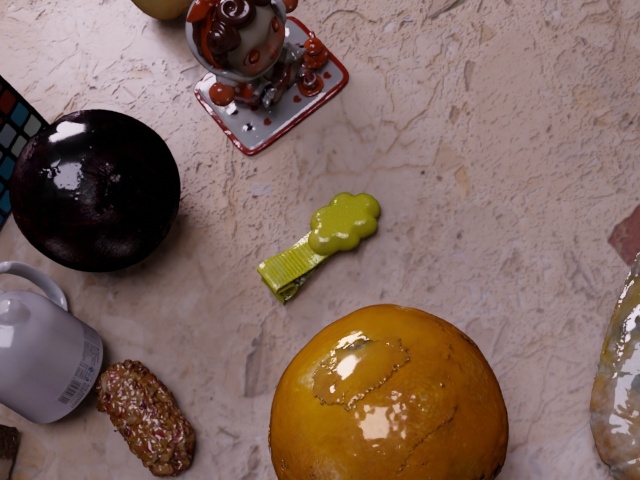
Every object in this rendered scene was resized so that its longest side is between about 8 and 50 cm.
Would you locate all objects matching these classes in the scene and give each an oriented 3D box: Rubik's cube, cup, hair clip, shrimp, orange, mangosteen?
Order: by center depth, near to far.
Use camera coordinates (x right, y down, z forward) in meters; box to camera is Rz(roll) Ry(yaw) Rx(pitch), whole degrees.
[{"bbox_3d":[0.067,0.187,0.951,0.246,0.246,0.246,-6,65,13],"label":"orange"},{"bbox_3d":[0.386,0.119,0.997,0.168,0.077,0.317,17,76,11],"label":"shrimp"},{"bbox_3d":[-0.349,0.111,1.135,0.134,0.142,0.173,2,59,39],"label":"cup"},{"bbox_3d":[0.000,0.000,1.162,0.173,0.046,0.072,-38,67,-5],"label":"hair clip"},{"bbox_3d":[-0.298,-0.063,1.201,0.250,0.211,0.211,3,63,50],"label":"mangosteen"},{"bbox_3d":[-0.508,-0.140,1.285,0.184,0.182,0.187,22,75,23],"label":"Rubik's cube"}]

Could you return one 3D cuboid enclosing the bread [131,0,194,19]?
[{"bbox_3d":[-0.187,-0.409,1.364,0.217,0.098,0.147,-44,62,-9],"label":"bread"}]

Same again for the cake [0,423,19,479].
[{"bbox_3d":[-0.450,0.283,1.115,0.135,0.134,0.147,-1,76,15],"label":"cake"}]

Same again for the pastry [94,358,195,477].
[{"bbox_3d":[-0.214,0.203,1.120,0.087,0.063,0.169,-46,63,-4],"label":"pastry"}]

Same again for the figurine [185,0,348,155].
[{"bbox_3d":[-0.096,-0.259,1.202,0.183,0.226,0.160,-38,62,-4],"label":"figurine"}]
